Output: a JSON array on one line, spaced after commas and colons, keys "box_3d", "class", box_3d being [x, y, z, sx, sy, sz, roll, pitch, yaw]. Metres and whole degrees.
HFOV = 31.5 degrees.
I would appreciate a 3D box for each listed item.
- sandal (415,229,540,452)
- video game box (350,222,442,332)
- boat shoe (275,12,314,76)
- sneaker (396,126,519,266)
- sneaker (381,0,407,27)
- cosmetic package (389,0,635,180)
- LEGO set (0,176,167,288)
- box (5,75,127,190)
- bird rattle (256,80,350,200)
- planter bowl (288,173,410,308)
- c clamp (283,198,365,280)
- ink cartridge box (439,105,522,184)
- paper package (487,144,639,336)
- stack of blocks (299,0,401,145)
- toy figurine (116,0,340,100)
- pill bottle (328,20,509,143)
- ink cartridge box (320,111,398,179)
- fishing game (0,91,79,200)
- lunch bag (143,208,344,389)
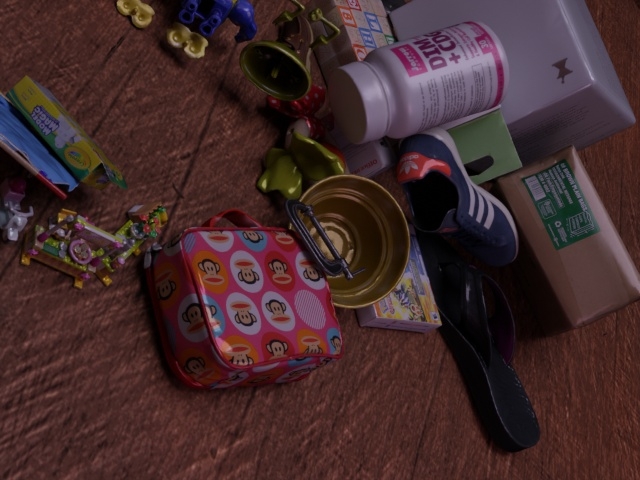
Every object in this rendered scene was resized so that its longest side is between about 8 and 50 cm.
[{"box_3d": [0.307, 0.166, 2.092, 0.168, 0.107, 0.445, -11, 72, -55], "class": "sandal"}, {"box_3d": [0.118, 0.056, 1.995, 0.187, 0.048, 0.205, 8, 59, -45], "class": "video game box"}, {"box_3d": [-0.052, -0.347, 2.058, 0.060, 0.064, 0.178, 29, 48, -38], "class": "boat shoe"}, {"box_3d": [0.240, -0.042, 2.063, 0.350, 0.131, 0.148, 47, 42, -29], "class": "sneaker"}, {"box_3d": [0.088, -0.487, 2.336, 0.178, 0.077, 0.072, 34, 62, -3], "class": "sneaker"}, {"box_3d": [0.402, -0.347, 2.326, 0.394, 0.329, 0.327, 14, 55, -63], "class": "cosmetic package"}, {"box_3d": [-0.283, -0.016, 1.499, 0.287, 0.107, 0.132, 4, 62, -49], "class": "LEGO set"}, {"box_3d": [-0.331, -0.132, 1.509, 0.179, 0.043, 0.105, 46, 0, 7], "class": "box"}, {"box_3d": [-0.021, -0.149, 1.947, 0.207, 0.143, 0.253, 50, 22, -34], "class": "bird rattle"}, {"box_3d": [0.031, 0.005, 1.855, 0.217, 0.090, 0.217, 3, 83, -24], "class": "planter bowl"}, {"box_3d": [0.000, 0.000, 1.754, 0.160, 0.022, 0.137, 56, 22, 0], "class": "c clamp"}, {"box_3d": [0.256, -0.215, 2.107, 0.056, 0.171, 0.235, -16, 85, -81], "class": "ink cartridge box"}, {"box_3d": [0.472, 0.011, 2.239, 0.309, 0.168, 0.324, 87, -22, -83], "class": "paper package"}, {"box_3d": [0.088, -0.330, 2.197, 0.171, 0.087, 0.297, -1, 66, -51], "class": "stack of blocks"}, {"box_3d": [-0.145, -0.410, 1.880, 0.363, 0.191, 0.217, 29, 28, -14], "class": "toy figurine"}, {"box_3d": [0.167, -0.268, 1.951, 0.283, 0.160, 0.160, -20, 80, -21], "class": "pill bottle"}, {"box_3d": [0.066, -0.176, 2.050, 0.056, 0.099, 0.135, -13, 78, -56], "class": "ink cartridge box"}, {"box_3d": [-0.382, -0.125, 1.429, 0.189, 0.041, 0.264, 44, 4, -22], "class": "fishing game"}, {"box_3d": [-0.109, 0.076, 1.635, 0.293, 0.120, 0.258, 3, 63, -50], "class": "lunch bag"}]
